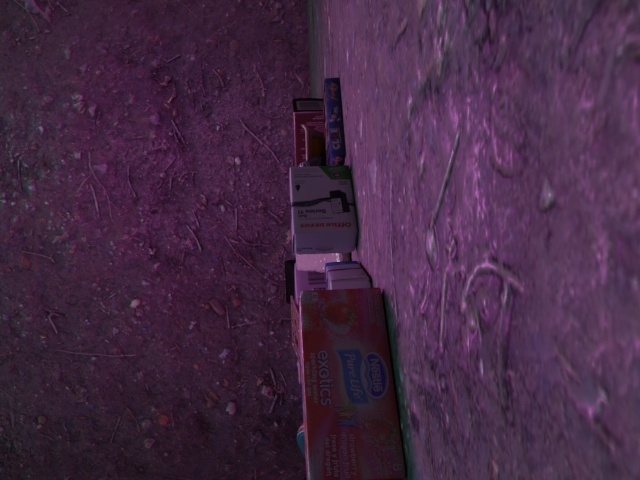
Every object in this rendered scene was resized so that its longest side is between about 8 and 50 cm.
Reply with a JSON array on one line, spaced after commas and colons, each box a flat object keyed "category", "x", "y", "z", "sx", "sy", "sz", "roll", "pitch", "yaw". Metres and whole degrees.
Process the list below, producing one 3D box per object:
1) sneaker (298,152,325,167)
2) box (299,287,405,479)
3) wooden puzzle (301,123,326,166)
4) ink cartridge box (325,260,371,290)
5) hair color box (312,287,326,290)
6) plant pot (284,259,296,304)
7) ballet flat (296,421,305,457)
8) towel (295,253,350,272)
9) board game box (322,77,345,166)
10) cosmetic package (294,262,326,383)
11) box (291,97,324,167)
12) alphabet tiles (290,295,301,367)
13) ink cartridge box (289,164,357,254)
[{"category": "sneaker", "x": 0.026, "y": -0.150, "z": 1.556, "sx": 0.083, "sy": 0.098, "sz": 0.223, "roll": -1, "pitch": 119, "yaw": 63}, {"category": "box", "x": 0.040, "y": 0.242, "z": 0.858, "sx": 0.154, "sy": 0.142, "sz": 0.299, "roll": 93, "pitch": 174, "yaw": -60}, {"category": "wooden puzzle", "x": 0.003, "y": -0.243, "z": 1.679, "sx": 0.221, "sy": 0.044, "sz": 0.238, "roll": -5, "pitch": -91, "yaw": -71}, {"category": "ink cartridge box", "x": 0.055, "y": 0.127, "z": 1.095, "sx": 0.190, "sy": 0.082, "sz": 0.139, "roll": -103, "pitch": 11, "yaw": -83}, {"category": "hair color box", "x": 0.036, "y": 0.302, "z": 1.371, "sx": 0.185, "sy": 0.110, "sz": 0.338, "roll": -118, "pitch": 24, "yaw": -86}, {"category": "plant pot", "x": -0.037, "y": 0.182, "z": 2.141, "sx": 0.167, "sy": 0.188, "sz": 0.187, "roll": -147, "pitch": 55, "yaw": -72}, {"category": "ballet flat", "x": 0.037, "y": 0.627, "z": 1.382, "sx": 0.124, "sy": 0.116, "sz": 0.342, "roll": -19, "pitch": -93, "yaw": -61}, {"category": "towel", "x": 0.000, "y": 0.000, "z": 1.454, "sx": 0.282, "sy": 0.049, "sz": 0.187, "roll": 0, "pitch": 98, "yaw": 62}, {"category": "board game box", "x": 0.036, "y": -0.312, "z": 1.482, "sx": 0.165, "sy": 0.042, "sz": 0.243, "roll": 96, "pitch": 171, "yaw": -70}, {"category": "cosmetic package", "x": -0.006, "y": 0.268, "z": 1.688, "sx": 0.197, "sy": 0.155, "sz": 0.365, "roll": -99, "pitch": 6, "yaw": -57}, {"category": "box", "x": -0.032, "y": -0.314, "z": 1.927, "sx": 0.191, "sy": 0.143, "sz": 0.381, "roll": -98, "pitch": 8, "yaw": -60}, {"category": "alphabet tiles", "x": -0.054, "y": 0.307, "z": 1.519, "sx": 0.237, "sy": 0.009, "sz": 0.198, "roll": -121, "pitch": 26, "yaw": -55}, {"category": "ink cartridge box", "x": 0.004, "y": -0.076, "z": 1.251, "sx": 0.086, "sy": 0.153, "sz": 0.208, "roll": 94, "pitch": 172, "yaw": -55}]
